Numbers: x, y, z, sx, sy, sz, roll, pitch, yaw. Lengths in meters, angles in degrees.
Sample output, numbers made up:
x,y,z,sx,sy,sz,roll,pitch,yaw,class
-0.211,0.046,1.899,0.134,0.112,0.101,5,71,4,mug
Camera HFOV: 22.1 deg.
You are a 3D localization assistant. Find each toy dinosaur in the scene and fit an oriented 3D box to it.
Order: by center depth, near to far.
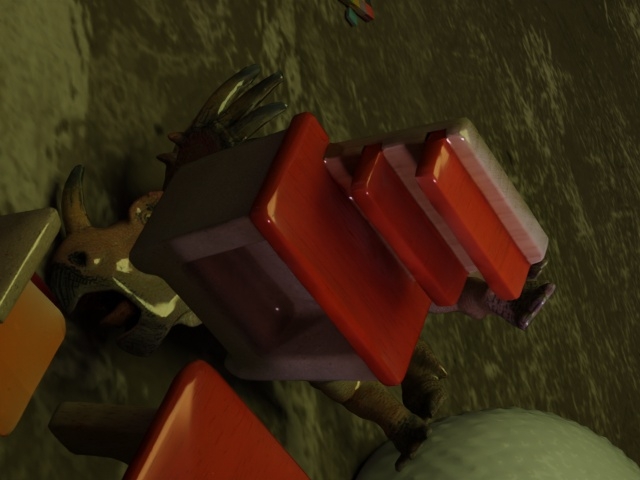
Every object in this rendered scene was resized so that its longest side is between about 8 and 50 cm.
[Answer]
x,y,z,sx,sy,sz,roll,pitch,yaw,class
0.000,0.000,0.808,0.200,0.127,0.295,38,11,3,toy dinosaur

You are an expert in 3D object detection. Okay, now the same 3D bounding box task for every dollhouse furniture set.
x,y,z,sx,sy,sz,roll,pitch,yaw,class
-0.030,0.079,0.551,0.262,0.135,0.259,52,47,-33,dollhouse furniture set

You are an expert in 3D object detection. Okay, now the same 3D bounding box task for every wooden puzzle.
x,y,z,sx,sy,sz,roll,pitch,yaw,class
0.018,-0.182,1.133,0.049,0.006,0.083,29,44,-54,wooden puzzle

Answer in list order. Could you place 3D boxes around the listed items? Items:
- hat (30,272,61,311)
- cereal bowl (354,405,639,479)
x,y,z,sx,sy,sz,roll,pitch,yaw,class
-0.186,-0.034,0.557,0.208,0.184,0.173,15,25,-5,hat
0.153,0.240,0.865,0.339,0.141,0.339,45,32,-40,cereal bowl
